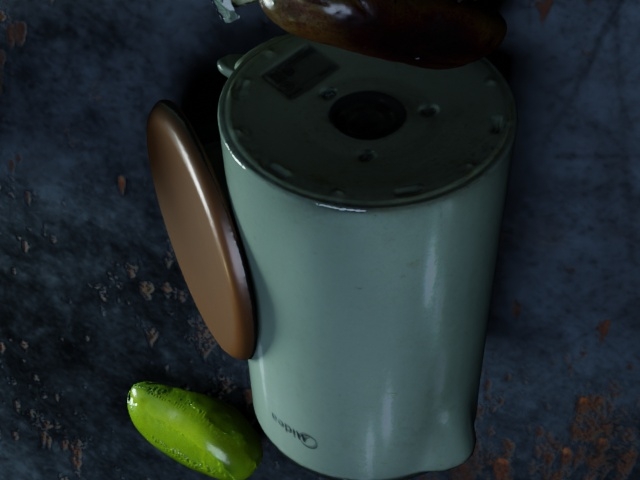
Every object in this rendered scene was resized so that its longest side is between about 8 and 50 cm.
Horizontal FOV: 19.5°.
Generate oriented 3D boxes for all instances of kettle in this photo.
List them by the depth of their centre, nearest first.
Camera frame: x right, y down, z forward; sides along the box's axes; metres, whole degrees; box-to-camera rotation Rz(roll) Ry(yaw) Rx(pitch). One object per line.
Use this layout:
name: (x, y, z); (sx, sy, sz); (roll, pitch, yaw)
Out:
kettle: (0.000, 0.000, 1.709); (0.361, 0.250, 0.376); (28, 141, 28)

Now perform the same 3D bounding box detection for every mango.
mango: (-0.135, 0.202, 2.032); (0.165, 0.074, 0.091); (32, 141, 12)

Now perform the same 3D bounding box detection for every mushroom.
mushroom: (0.074, -0.255, 1.520); (0.148, 0.227, 0.217); (24, 104, 45)

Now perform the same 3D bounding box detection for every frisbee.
frisbee: (-0.111, -0.008, 1.701); (0.021, 0.251, 0.251); (-20, 130, -14)

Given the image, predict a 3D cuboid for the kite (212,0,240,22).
kite: (-0.133, -0.299, 1.619); (0.229, 0.012, 0.250); (-5, 117, 39)

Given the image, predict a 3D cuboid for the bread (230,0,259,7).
bread: (-0.028, -0.252, 1.622); (0.154, 0.028, 0.068); (-14, 122, 33)

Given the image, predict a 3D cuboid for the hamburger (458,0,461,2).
hamburger: (0.196, -0.334, 1.363); (0.330, 0.162, 0.209); (-21, 116, 38)
